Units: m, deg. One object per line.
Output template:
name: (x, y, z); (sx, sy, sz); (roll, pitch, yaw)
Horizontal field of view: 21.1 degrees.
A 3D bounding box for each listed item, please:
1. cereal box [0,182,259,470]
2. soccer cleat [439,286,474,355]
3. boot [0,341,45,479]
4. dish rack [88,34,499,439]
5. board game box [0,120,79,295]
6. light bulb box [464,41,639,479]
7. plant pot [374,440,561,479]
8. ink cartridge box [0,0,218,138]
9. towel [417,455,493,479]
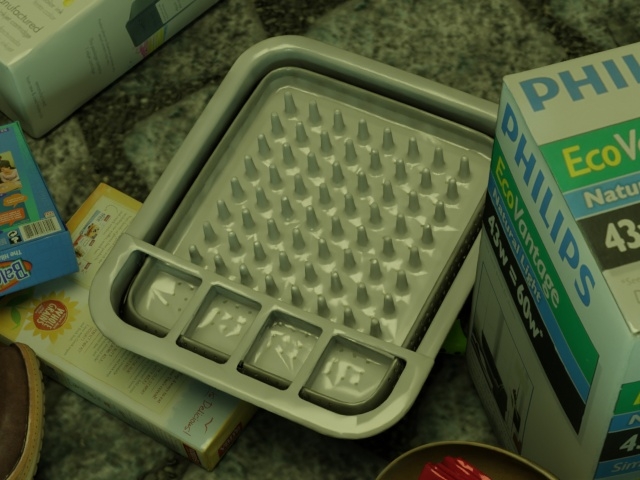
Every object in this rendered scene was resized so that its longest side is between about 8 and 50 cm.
cereal box: (-0.142, 0.070, 1.471); (0.240, 0.047, 0.173); (28, 64, 21)
soccer cleat: (0.118, 0.021, 1.479); (0.072, 0.060, 0.179); (20, 60, -2)
boot: (-0.333, 0.174, 1.348); (0.207, 0.090, 0.248); (18, 62, -21)
dish rack: (0.000, 0.000, 1.424); (0.286, 0.072, 0.332); (21, 64, 19)
board game box: (-0.314, -0.019, 1.500); (0.160, 0.047, 0.210); (-18, 36, -12)
light bulb box: (0.314, 0.034, 1.246); (0.358, 0.361, 0.225); (-15, 56, -10)
plant pot: (0.129, 0.251, 1.237); (0.236, 0.236, 0.032); (34, 34, 24)
ink cartridge box: (-0.216, -0.286, 1.673); (0.353, 0.119, 0.207); (-41, 62, -20)
towel: (0.100, 0.311, 1.197); (0.199, 0.031, 0.274); (34, 109, 25)
